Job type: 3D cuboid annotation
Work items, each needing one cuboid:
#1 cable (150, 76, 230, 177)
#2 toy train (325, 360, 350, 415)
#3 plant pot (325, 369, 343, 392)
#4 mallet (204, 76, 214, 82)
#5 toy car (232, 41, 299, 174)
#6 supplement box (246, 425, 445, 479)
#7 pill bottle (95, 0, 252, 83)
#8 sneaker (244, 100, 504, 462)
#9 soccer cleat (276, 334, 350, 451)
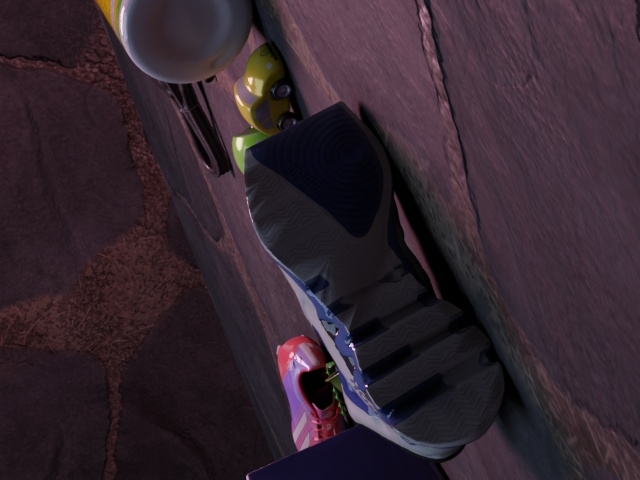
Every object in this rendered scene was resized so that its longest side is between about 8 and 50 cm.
[{"bbox_3d":[-0.187,-0.223,2.453,0.287,0.072,0.139,56,158,-18],"label":"cable"},{"bbox_3d":[0.025,0.199,2.291,0.024,0.017,0.083,-107,-2,-63],"label":"toy train"},{"bbox_3d":[0.061,0.149,1.721,0.079,0.083,0.083,54,172,0],"label":"plant pot"},{"bbox_3d":[-0.191,-0.287,2.281,0.190,0.039,0.062,61,171,11],"label":"mallet"},{"bbox_3d":[-0.053,-0.087,1.784,0.225,0.053,0.239,-156,47,-75],"label":"toy car"},{"bbox_3d":[0.075,0.397,1.882,0.194,0.195,0.356,-122,13,-50],"label":"supplement box"},{"bbox_3d":[-0.169,-0.272,1.778,0.246,0.136,0.136,-124,14,-54],"label":"pill bottle"},{"bbox_3d":[0.037,0.061,1.405,0.315,0.127,0.182,61,169,23],"label":"sneaker"},{"bbox_3d":[0.001,0.244,2.369,0.095,0.083,0.248,45,155,57],"label":"soccer cleat"}]
